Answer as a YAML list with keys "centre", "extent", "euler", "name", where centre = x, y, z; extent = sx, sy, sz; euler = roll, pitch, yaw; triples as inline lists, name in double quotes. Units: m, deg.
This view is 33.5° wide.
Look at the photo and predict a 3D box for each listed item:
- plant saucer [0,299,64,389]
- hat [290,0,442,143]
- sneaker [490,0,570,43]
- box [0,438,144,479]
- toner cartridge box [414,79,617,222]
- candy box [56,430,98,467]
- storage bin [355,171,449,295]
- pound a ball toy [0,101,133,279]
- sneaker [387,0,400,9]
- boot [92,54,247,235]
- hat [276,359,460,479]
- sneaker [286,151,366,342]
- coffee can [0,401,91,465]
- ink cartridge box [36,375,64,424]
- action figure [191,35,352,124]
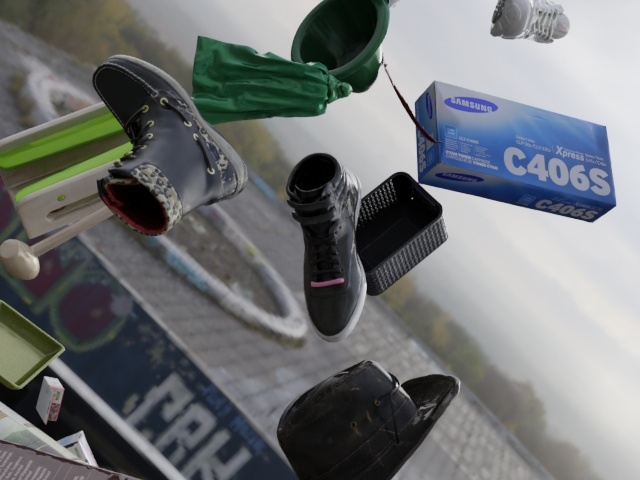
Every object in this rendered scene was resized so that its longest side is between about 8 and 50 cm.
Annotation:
- centre: [-0.682, 0.236, 2.302]
  extent: [0.188, 0.045, 0.188]
  euler: [36, 29, 3]
  name: "plant saucer"
- centre: [0.072, -0.259, 1.656]
  extent: [0.183, 0.173, 0.208]
  euler: [43, 41, -45]
  name: "hat"
- centre: [0.321, -0.339, 1.596]
  extent: [0.115, 0.090, 0.232]
  euler: [19, 19, 7]
  name: "sneaker"
- centre: [-0.415, 0.344, 1.255]
  extent: [0.381, 0.191, 0.143]
  euler: [16, 21, -1]
  name: "box"
- centre: [0.331, -0.147, 1.798]
  extent: [0.347, 0.075, 0.165]
  euler: [11, 60, -21]
  name: "toner cartridge box"
- centre: [-0.504, 0.472, 1.977]
  extent: [0.070, 0.196, 0.165]
  euler: [-142, -150, -81]
  name: "candy box"
- centre: [0.111, -0.011, 1.769]
  extent: [0.122, 0.180, 0.084]
  euler: [47, -8, 30]
  name: "storage bin"
- centre: [-0.341, -0.073, 1.587]
  extent: [0.208, 0.319, 0.136]
  euler: [58, -16, 27]
  name: "pound a ball toy"
- centre: [0.117, -0.447, 1.780]
  extent: [0.122, 0.146, 0.330]
  euler: [32, -21, -11]
  name: "sneaker"
- centre: [-0.213, -0.116, 1.258]
  extent: [0.236, 0.085, 0.178]
  euler: [44, 34, 3]
  name: "boot"
- centre: [0.029, 0.254, 1.462]
  extent: [0.134, 0.331, 0.331]
  euler: [51, 5, -8]
  name: "hat"
- centre: [0.000, 0.000, 1.614]
  extent: [0.147, 0.104, 0.296]
  euler: [44, 44, -58]
  name: "sneaker"
- centre: [-0.537, 0.374, 1.724]
  extent: [0.275, 0.201, 0.201]
  euler: [30, 1, 18]
  name: "coffee can"
- centre: [-0.491, 0.294, 1.940]
  extent: [0.029, 0.063, 0.115]
  euler: [14, 2, -25]
  name: "ink cartridge box"
- centre: [-0.070, -0.222, 1.539]
  extent: [0.232, 0.137, 0.063]
  euler: [5, 0, 9]
  name: "action figure"
